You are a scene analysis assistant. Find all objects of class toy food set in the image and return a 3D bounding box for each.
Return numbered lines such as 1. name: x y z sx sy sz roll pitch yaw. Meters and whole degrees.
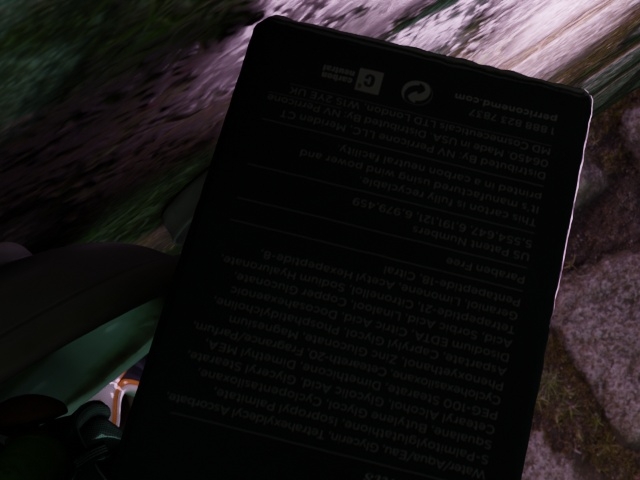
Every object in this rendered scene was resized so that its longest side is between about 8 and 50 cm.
1. toy food set: -0.193 0.128 0.935 0.128 0.071 0.218 -12 177 12

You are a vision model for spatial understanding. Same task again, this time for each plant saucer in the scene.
1. plant saucer: -0.260 0.100 1.091 0.400 0.100 0.400 -34 174 -4

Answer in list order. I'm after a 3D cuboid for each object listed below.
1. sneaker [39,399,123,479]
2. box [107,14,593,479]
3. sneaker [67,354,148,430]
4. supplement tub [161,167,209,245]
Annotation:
1. sneaker: -0.201 0.202 1.252 0.153 0.101 0.268 -31 171 -10
2. box: 0.008 0.121 1.007 0.293 0.212 0.395 98 6 -60
3. sneaker: -0.224 0.150 1.621 0.126 0.127 0.321 -37 176 4
4. supplement tub: 0.014 0.046 1.364 0.191 0.272 0.191 -34 175 -4
